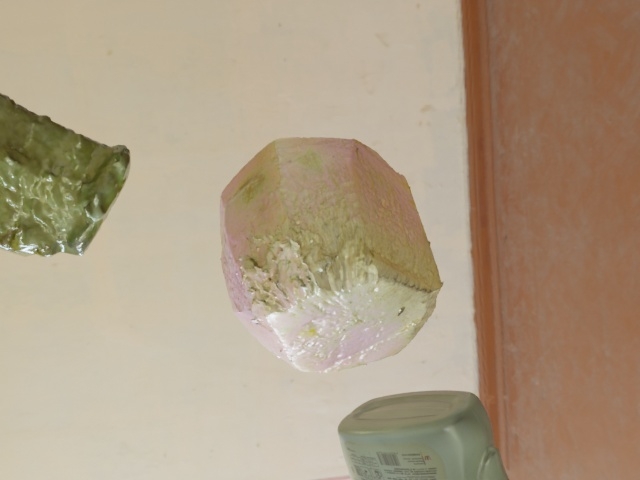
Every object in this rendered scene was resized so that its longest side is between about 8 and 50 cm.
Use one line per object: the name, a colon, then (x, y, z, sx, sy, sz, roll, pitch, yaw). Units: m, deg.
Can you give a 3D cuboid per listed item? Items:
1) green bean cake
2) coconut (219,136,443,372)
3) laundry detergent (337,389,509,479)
green bean cake: (-0.319, -0.076, 0.456, 0.236, 0.233, 0.124, 35, -112, -51)
coconut: (0.000, 0.000, 0.608, 0.233, 0.233, 0.245, 94, 165, -49)
laundry detergent: (0.147, 0.321, 0.620, 0.215, 0.105, 0.280, -24, 88, 45)
